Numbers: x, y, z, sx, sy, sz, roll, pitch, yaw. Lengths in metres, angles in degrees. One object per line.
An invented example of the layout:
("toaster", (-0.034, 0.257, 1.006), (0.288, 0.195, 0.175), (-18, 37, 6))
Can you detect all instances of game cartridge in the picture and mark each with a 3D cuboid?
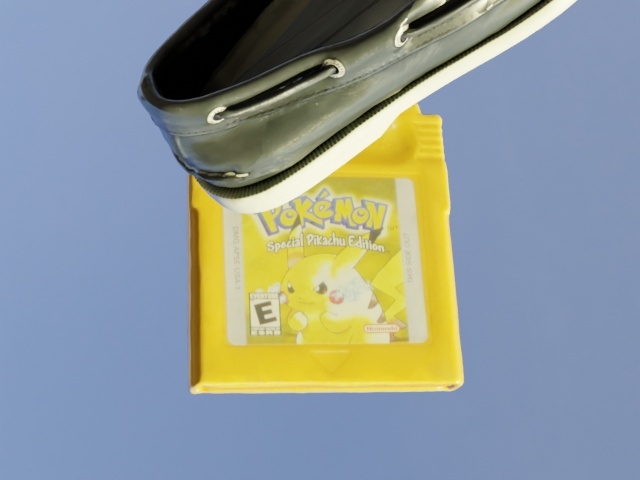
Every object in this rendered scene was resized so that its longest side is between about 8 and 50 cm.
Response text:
("game cartridge", (0.000, 0.000, 1.242), (0.285, 0.053, 0.324), (0, -108, -10))

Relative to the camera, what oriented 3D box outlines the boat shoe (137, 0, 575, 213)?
("boat shoe", (0.042, -0.157, 0.609), (0.340, 0.113, 0.127), (-36, -127, 10))
